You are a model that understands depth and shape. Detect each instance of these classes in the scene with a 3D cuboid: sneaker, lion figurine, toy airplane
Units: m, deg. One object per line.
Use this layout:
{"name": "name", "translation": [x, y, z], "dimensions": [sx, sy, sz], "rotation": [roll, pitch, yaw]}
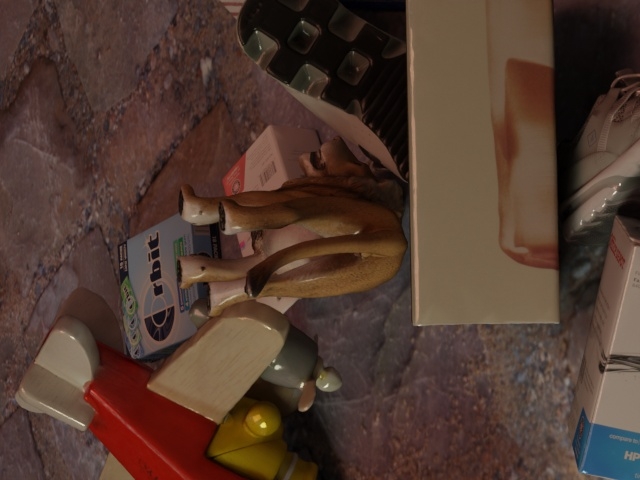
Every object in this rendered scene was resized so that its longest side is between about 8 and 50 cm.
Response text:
{"name": "sneaker", "translation": [0.075, -0.131, 1.602], "dimensions": [0.330, 0.146, 0.122], "rotation": [39, 90, 9]}
{"name": "sneaker", "translation": [0.276, -0.107, 1.366], "dimensions": [0.281, 0.105, 0.115], "rotation": [-44, 54, 44]}
{"name": "lion figurine", "translation": [0.000, 0.000, 1.545], "dimensions": [0.392, 0.240, 0.142], "rotation": [-135, 45, -71]}
{"name": "toy airplane", "translation": [-0.133, 0.188, 1.772], "dimensions": [0.386, 0.272, 0.384], "rotation": [13, 130, 41]}

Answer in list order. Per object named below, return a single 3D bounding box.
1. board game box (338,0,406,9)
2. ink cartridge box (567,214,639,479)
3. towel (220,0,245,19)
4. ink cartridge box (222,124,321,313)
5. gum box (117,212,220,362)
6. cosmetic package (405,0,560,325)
{"name": "board game box", "translation": [-0.060, -0.308, 1.663], "dimensions": [0.319, 0.318, 0.066], "rotation": [12, 87, 54]}
{"name": "ink cartridge box", "translation": [0.260, 0.088, 1.339], "dimensions": [0.139, 0.082, 0.190], "rotation": [-65, -12, -79]}
{"name": "towel", "translation": [-0.026, -0.216, 1.740], "dimensions": [0.029, 0.197, 0.144], "rotation": [-53, 33, -16]}
{"name": "ink cartridge box", "translation": [-0.033, -0.013, 1.820], "dimensions": [0.115, 0.067, 0.198], "rotation": [-45, 51, 43]}
{"name": "gum box", "translation": [-0.186, 0.057, 2.047], "dimensions": [0.184, 0.041, 0.157], "rotation": [-23, 69, 52]}
{"name": "cosmetic package", "translation": [0.141, -0.075, 1.447], "dimensions": [0.153, 0.129, 0.296], "rotation": [-20, -71, -87]}
